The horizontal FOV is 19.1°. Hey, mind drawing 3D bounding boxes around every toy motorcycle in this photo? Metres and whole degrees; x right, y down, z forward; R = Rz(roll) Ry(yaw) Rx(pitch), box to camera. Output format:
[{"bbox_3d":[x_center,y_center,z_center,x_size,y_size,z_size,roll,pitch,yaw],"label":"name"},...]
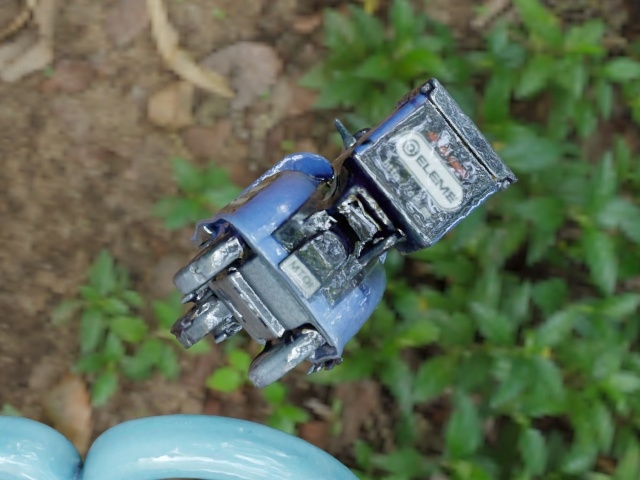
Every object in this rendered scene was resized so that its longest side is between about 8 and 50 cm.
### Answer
[{"bbox_3d":[0.000,0.000,1.283,0.212,0.358,0.125,-39,94,-11],"label":"toy motorcycle"}]

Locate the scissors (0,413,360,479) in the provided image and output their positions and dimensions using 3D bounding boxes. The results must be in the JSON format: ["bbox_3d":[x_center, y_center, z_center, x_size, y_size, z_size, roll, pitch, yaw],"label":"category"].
[{"bbox_3d":[-0.048,0.225,0.755,0.029,0.192,0.447,-83,166,-47],"label":"scissors"}]
